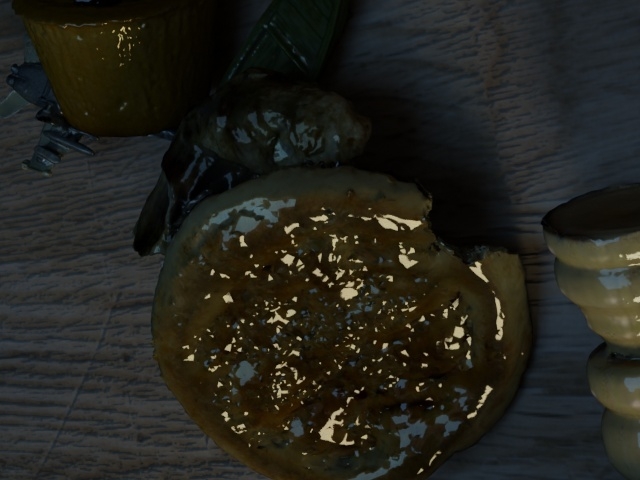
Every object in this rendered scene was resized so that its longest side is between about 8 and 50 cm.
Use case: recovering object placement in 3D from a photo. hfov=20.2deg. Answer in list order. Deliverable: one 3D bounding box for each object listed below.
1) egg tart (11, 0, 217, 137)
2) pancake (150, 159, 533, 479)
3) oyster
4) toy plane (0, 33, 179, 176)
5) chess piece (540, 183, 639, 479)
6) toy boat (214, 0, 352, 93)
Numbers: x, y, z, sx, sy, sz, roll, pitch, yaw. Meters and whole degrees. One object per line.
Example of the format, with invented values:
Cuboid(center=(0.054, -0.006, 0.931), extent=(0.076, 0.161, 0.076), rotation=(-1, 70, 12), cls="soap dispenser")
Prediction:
Cuboid(center=(-0.202, -0.208, 1.841), extent=(0.215, 0.215, 0.171), rotation=(17, 124, 37), cls="egg tart")
Cuboid(center=(0.017, 0.084, 1.704), extent=(0.382, 0.071, 0.382), rotation=(3, 125, 4), cls="pancake")
Cuboid(center=(-0.089, -0.070, 1.736), extent=(0.294, 0.094, 0.166), rotation=(-39, 55, 21), cls="oyster")
Cuboid(center=(-0.242, -0.148, 1.974), extent=(0.262, 0.088, 0.192), rotation=(20, 90, 32), cls="toy plane")
Cuboid(center=(0.282, 0.090, 1.561), extent=(0.142, 0.142, 0.261), rotation=(4, 114, 41), cls="chess piece")
Cuboid(center=(-0.037, -0.178, 1.798), extent=(0.093, 0.055, 0.293), rotation=(50, 132, 18), cls="toy boat")
